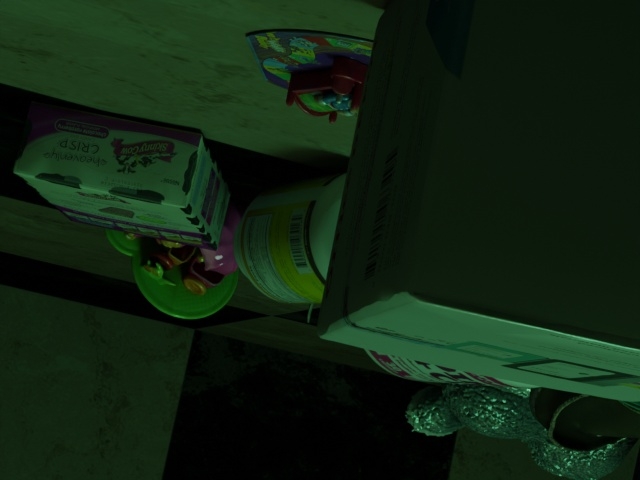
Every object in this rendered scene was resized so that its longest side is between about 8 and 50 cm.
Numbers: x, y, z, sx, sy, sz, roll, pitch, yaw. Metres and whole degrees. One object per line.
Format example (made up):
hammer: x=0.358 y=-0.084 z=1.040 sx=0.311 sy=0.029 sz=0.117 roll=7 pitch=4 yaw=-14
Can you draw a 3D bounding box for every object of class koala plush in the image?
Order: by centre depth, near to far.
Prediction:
koala plush: x=0.215 y=0.154 z=1.535 sx=0.221 sy=0.203 sz=0.196 roll=5 pitch=158 yaw=-43

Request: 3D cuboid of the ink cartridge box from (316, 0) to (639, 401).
ink cartridge box: x=0.125 y=-0.035 z=0.724 sx=0.197 sy=0.198 sz=0.270 roll=12 pitch=172 yaw=-6

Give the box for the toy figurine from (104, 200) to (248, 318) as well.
toy figurine: x=-0.139 y=-0.008 z=1.611 sx=0.173 sy=0.130 sz=0.159 roll=38 pitch=151 yaw=-10

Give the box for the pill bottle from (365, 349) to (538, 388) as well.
pill bottle: x=0.157 y=0.051 z=1.326 sx=0.160 sy=0.160 sz=0.283 roll=16 pitch=170 yaw=-25

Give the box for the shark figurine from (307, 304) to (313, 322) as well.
shark figurine: x=0.088 y=0.064 z=1.665 sx=0.278 sy=0.116 sz=0.166 roll=5 pitch=168 yaw=26

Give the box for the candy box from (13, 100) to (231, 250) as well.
candy box: x=-0.178 y=-0.056 z=1.382 sx=0.159 sy=0.071 sz=0.233 roll=11 pitch=172 yaw=4

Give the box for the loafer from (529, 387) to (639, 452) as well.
loafer: x=0.333 y=0.126 z=1.297 sx=0.134 sy=0.130 sz=0.366 roll=20 pitch=145 yaw=-35

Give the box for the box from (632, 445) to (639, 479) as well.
box: x=0.449 y=0.247 z=1.450 sx=0.270 sy=0.143 sz=0.165 roll=11 pitch=131 yaw=10

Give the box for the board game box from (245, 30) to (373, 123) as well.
board game box: x=0.017 y=-0.098 z=0.998 sx=0.133 sy=0.033 sz=0.168 roll=11 pitch=170 yaw=6

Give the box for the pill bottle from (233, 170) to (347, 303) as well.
pill bottle: x=0.000 y=0.000 z=1.351 sx=0.117 sy=0.117 sz=0.215 roll=16 pitch=170 yaw=-26

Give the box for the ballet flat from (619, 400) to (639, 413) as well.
ballet flat: x=0.266 y=0.089 z=1.001 sx=0.067 sy=0.073 sz=0.206 roll=1 pitch=-179 yaw=-21
